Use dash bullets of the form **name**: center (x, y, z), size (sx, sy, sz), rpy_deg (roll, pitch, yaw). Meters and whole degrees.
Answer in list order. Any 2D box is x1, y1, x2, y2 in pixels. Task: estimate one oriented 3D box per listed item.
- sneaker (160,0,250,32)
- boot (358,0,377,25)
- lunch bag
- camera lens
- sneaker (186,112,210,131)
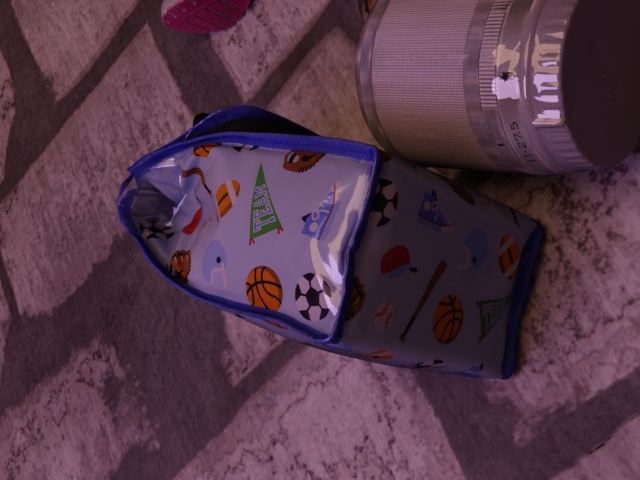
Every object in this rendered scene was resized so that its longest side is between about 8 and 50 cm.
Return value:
- **sneaker**: center (-0.138, -0.402, 1.666), size (0.252, 0.103, 0.111), rpy_deg (-33, 56, 25)
- **boot**: center (0.188, -0.342, 1.386), size (0.280, 0.096, 0.264), rpy_deg (-11, 71, 28)
- **lunch bag**: center (0.000, 0.000, 1.288), size (0.385, 0.328, 0.239), rpy_deg (10, 83, 44)
- **camera lens**: center (0.192, -0.184, 1.229), size (0.274, 0.219, 0.219), rpy_deg (7, 86, 42)
- **sneaker**: center (-0.104, -0.103, 1.582), size (0.121, 0.079, 0.217), rpy_deg (-31, 69, 29)
